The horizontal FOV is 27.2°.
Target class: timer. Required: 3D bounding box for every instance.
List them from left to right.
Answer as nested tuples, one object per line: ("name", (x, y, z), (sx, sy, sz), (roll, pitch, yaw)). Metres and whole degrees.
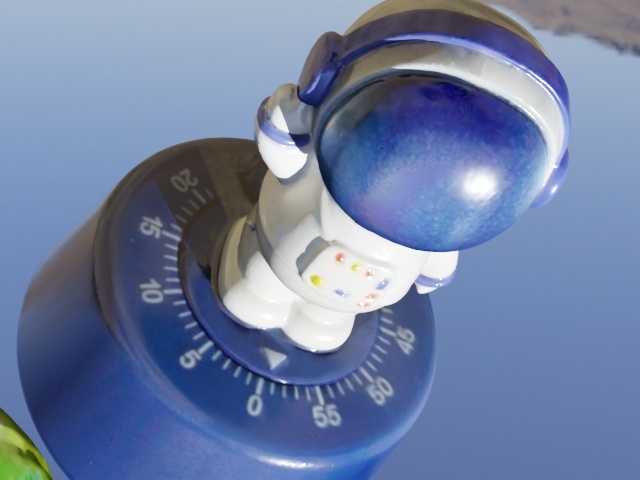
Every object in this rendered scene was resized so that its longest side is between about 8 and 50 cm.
("timer", (0.000, 0.000, 0.788), (0.270, 0.383, 0.270), (16, -128, -22))

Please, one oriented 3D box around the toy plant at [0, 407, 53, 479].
("toy plant", (-0.205, 0.022, 0.469), (0.184, 0.316, 0.224), (-32, 146, 23))
